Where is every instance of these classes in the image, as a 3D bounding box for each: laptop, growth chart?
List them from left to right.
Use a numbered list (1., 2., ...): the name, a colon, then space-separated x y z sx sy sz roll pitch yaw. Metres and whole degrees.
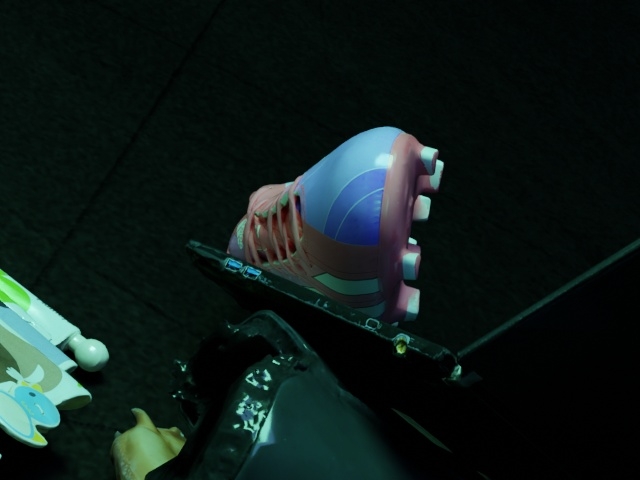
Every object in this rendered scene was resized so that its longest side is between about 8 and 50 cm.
1. growth chart: -0.172 0.028 0.812 0.172 0.021 0.237 35 9 8
2. laptop: 0.122 0.042 0.775 0.264 0.136 0.234 22 -16 50

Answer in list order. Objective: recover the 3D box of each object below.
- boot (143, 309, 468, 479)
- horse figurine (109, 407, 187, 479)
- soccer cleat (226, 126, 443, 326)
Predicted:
1. boot: 0.031 0.143 0.695 0.207 0.094 0.246 35 20 -21
2. horse figurine: -0.018 0.172 0.769 0.174 0.066 0.263 29 31 -12
3. soccer cleat: 0.000 0.000 0.894 0.095 0.083 0.248 10 -9 0
